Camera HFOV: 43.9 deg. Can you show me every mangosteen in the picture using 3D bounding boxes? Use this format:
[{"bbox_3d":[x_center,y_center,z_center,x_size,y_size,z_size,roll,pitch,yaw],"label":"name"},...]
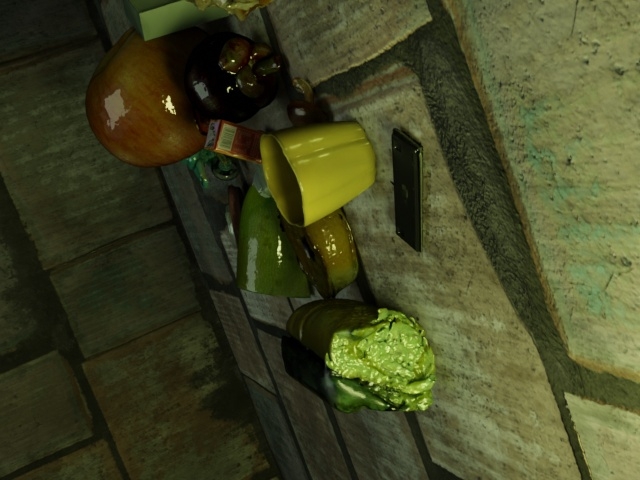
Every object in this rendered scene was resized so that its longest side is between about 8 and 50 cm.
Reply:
[{"bbox_3d":[-0.184,-0.370,1.781,0.249,0.211,0.212,-4,111,39],"label":"mangosteen"}]

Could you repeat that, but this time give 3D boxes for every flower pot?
[{"bbox_3d":[0.002,-0.140,1.519,0.195,0.179,0.195,54,156,37],"label":"flower pot"}]

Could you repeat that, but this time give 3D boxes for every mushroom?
[{"bbox_3d":[-0.036,-0.274,1.643,0.130,0.072,0.088,63,-169,20],"label":"mushroom"}]

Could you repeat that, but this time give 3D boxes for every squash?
[{"bbox_3d":[-0.131,-0.011,2.233,0.233,0.210,0.309,-166,84,-69],"label":"squash"}]

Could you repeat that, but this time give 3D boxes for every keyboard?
[{"bbox_3d":[0.155,-0.086,1.401,0.094,0.025,0.230,47,153,43],"label":"keyboard"}]

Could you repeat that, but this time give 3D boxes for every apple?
[{"bbox_3d":[-0.416,-0.393,2.057,0.400,0.400,0.334,39,164,55],"label":"apple"}]

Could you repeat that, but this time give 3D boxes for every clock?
[{"bbox_3d":[-0.248,-0.048,2.396,0.244,0.056,0.245,-12,-90,-88],"label":"clock"}]

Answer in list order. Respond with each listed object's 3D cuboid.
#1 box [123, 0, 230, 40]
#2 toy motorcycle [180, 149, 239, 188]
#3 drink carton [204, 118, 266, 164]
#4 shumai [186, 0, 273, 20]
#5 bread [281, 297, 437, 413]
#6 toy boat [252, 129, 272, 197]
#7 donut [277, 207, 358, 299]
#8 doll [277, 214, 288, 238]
[{"bbox_3d":[-0.350,-0.575,1.920,0.129,0.225,0.086,53,157,36],"label":"box"},{"bbox_3d":[-0.358,-0.283,2.335,0.297,0.198,0.109,57,154,24],"label":"toy motorcycle"},{"bbox_3d":[-0.140,-0.207,1.779,0.096,0.222,0.071,21,96,66],"label":"drink carton"},{"bbox_3d":[-0.127,-0.537,1.488,0.262,0.267,0.314,28,178,17],"label":"shumai"},{"bbox_3d":[0.069,0.232,1.688,0.376,0.251,0.209,-175,88,-69],"label":"bread"},{"bbox_3d":[-0.136,-0.188,1.939,0.078,0.085,0.261,28,-152,-34],"label":"toy boat"},{"bbox_3d":[0.000,0.000,1.825,0.272,0.107,0.272,59,165,26],"label":"donut"},{"bbox_3d":[-0.073,-0.043,2.020,0.096,0.070,0.195,50,167,3],"label":"doll"}]
